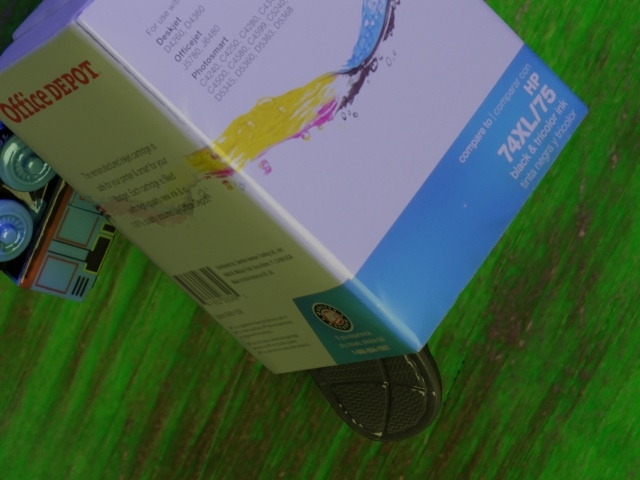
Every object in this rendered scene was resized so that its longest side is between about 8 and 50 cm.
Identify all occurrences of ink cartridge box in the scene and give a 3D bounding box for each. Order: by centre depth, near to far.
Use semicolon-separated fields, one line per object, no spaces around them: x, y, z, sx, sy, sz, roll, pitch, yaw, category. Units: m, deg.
-0.028;-0.084;1.142;0.270;0.198;0.197;44;67;-15;ink cartridge box

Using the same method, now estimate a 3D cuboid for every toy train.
-0.174;-0.052;1.250;0.105;0.080;0.184;17;100;-37;toy train

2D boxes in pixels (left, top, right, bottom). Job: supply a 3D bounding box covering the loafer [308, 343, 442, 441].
0.000;0.000;1.350;0.109;0.095;0.302;-20;110;17;loafer
